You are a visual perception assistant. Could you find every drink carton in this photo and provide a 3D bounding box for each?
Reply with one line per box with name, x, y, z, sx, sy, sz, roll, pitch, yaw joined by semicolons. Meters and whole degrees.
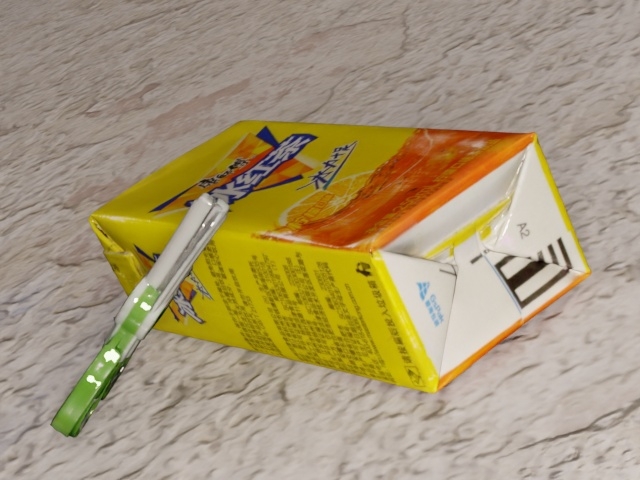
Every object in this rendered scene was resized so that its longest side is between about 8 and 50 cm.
drink carton;0.000;0.000;1.309;0.154;0.111;0.351;-34;23;-27

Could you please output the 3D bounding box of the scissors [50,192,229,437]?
scissors;-0.117;0.046;1.281;0.204;0.027;0.101;-55;2;34
